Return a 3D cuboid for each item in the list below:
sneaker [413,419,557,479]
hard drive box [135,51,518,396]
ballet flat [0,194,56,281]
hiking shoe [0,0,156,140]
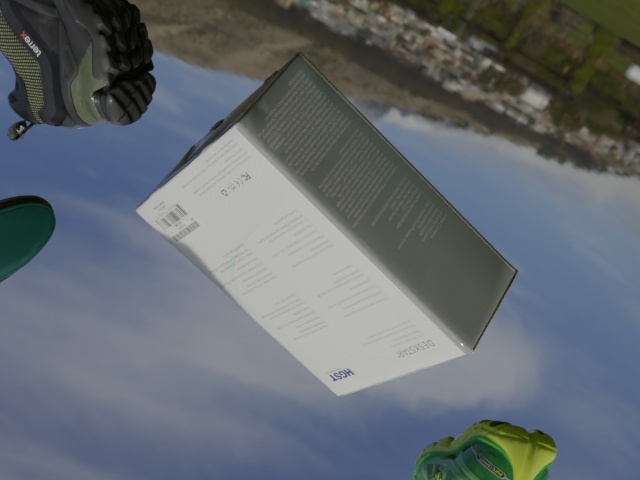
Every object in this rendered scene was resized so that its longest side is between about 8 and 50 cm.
[{"bbox_3d":[0.159,0.280,1.127,0.109,0.123,0.295,18,154,-1],"label":"sneaker"},{"bbox_3d":[0.000,0.000,0.797,0.232,0.181,0.089,45,-125,-12],"label":"hard drive box"},{"bbox_3d":[-0.328,0.025,0.904,0.068,0.213,0.072,17,140,42],"label":"ballet flat"},{"bbox_3d":[-0.180,-0.173,0.625,0.114,0.226,0.086,-9,-171,17],"label":"hiking shoe"}]
